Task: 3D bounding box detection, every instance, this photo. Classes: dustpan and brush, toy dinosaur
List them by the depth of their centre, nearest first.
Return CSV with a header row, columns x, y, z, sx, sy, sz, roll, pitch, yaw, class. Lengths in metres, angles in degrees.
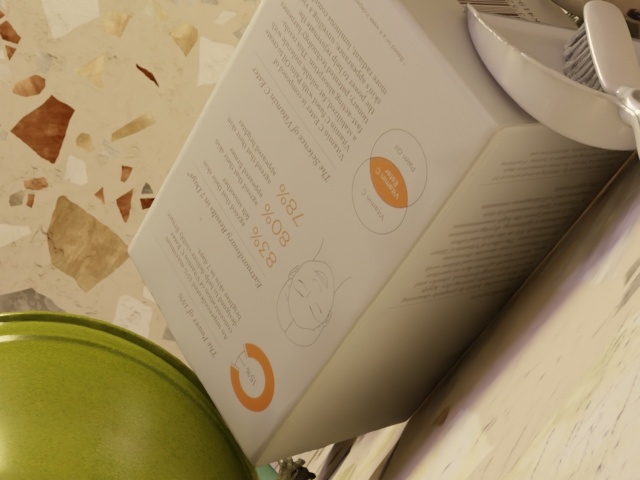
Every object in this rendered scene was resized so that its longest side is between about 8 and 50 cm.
x,y,z,sx,sy,sz,roll,pitch,yaw,class
0.163,-0.081,0.682,0.211,0.147,0.060,-91,13,-46,dustpan and brush
-0.049,0.282,1.299,0.118,0.064,0.268,-65,3,-17,toy dinosaur

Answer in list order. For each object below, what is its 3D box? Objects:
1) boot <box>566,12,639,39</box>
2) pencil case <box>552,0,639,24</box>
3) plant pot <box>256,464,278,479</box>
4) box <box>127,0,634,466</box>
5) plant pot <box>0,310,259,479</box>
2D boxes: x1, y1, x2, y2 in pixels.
x,y,z,sx,sy,sz,roll,pitch,yaw,class
0.276,-0.198,1.336,0.236,0.085,0.178,-48,1,43,boot
0.256,-0.274,0.683,0.183,0.160,0.410,-32,-11,-24,pencil case
-0.196,0.343,1.755,0.271,0.255,0.271,-55,-1,-2,plant pot
0.033,-0.034,0.894,0.168,0.215,0.345,-8,-36,-42,box
-0.187,0.242,0.788,0.366,0.366,0.353,-55,11,-6,plant pot
